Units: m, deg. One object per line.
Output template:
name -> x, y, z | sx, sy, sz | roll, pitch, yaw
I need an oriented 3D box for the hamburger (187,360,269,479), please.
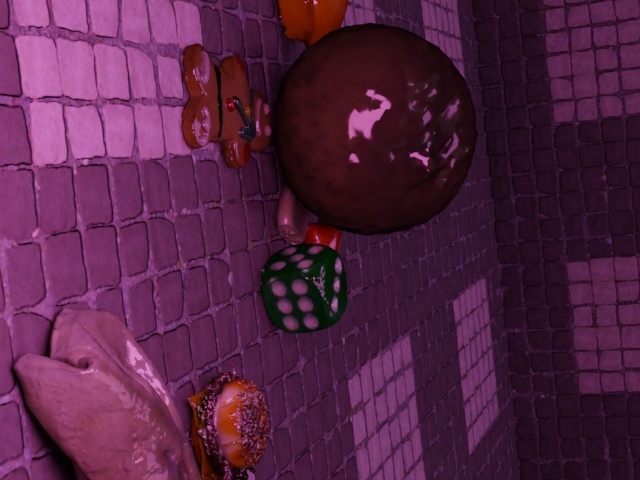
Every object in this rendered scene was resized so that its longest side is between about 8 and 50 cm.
hamburger -> -0.134, 0.291, 1.576 | 0.164, 0.093, 0.190 | -46, 130, -64

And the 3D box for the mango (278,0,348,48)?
mango -> -0.019, -0.505, 1.988 | 0.126, 0.154, 0.252 | -68, 160, -63

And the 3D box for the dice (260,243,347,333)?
dice -> -0.029, 0.087, 1.844 | 0.120, 0.131, 0.128 | -55, 137, -56

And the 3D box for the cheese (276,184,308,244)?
cheese -> -0.049, -0.091, 1.959 | 0.097, 0.037, 0.192 | 53, 37, -55

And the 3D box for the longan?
longan -> 0.103, -0.206, 1.854 | 0.391, 0.391, 0.391 | -5, 90, -69

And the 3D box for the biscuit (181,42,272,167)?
biscuit -> -0.147, -0.222, 1.722 | 0.301, 0.049, 0.197 | 18, 71, -68

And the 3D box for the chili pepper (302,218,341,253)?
chili pepper -> 0.000, 0.000, 1.997 | 0.084, 0.086, 0.192 | 6, 89, -40

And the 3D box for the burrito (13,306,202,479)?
burrito -> -0.242, 0.240, 1.262 | 0.190, 0.135, 0.332 | -47, 126, -54
